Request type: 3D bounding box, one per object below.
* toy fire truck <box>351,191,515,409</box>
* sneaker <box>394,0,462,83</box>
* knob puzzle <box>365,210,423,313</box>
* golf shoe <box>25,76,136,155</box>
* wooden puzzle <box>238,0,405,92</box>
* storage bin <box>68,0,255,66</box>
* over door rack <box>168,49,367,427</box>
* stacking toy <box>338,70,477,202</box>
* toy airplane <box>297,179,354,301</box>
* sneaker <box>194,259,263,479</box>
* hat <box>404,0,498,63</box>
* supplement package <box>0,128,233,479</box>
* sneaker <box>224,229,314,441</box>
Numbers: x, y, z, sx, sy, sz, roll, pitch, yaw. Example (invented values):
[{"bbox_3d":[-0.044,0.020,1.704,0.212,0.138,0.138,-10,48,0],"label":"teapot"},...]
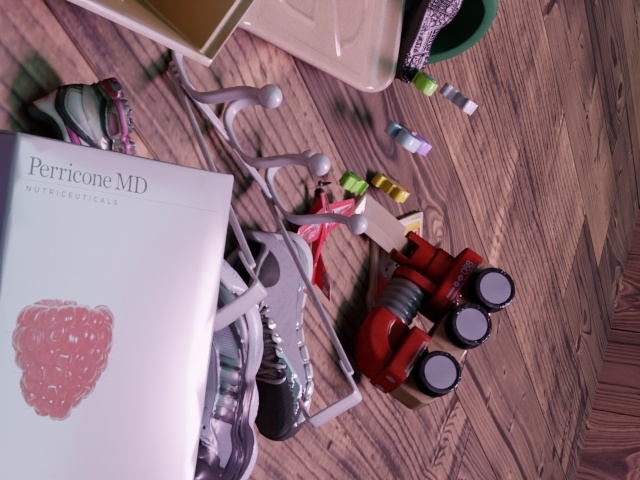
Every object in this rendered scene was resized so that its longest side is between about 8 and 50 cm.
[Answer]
[{"bbox_3d":[0.107,0.070,1.488,0.217,0.246,0.158,-53,179,-21],"label":"toy fire truck"},{"bbox_3d":[0.102,-0.256,1.364,0.051,0.089,0.170,16,106,-42],"label":"sneaker"},{"bbox_3d":[0.116,0.066,1.616,0.213,0.030,0.213,-27,121,-60],"label":"knob puzzle"},{"bbox_3d":[-0.188,-0.037,0.920,0.086,0.067,0.186,-13,111,-16],"label":"golf shoe"},{"bbox_3d":[-0.009,-0.348,1.205,0.348,0.080,0.322,11,86,-60],"label":"wooden puzzle"},{"bbox_3d":[-0.110,-0.294,0.816,0.260,0.123,0.262,-52,156,12],"label":"storage bin"},{"bbox_3d":[-0.033,-0.021,1.047,0.239,0.108,0.324,52,21,-51],"label":"over door rack"},{"bbox_3d":[0.113,-0.124,1.416,0.167,0.052,0.221,-54,167,12],"label":"stacking toy"},{"bbox_3d":[0.000,0.000,1.358,0.151,0.028,0.151,-26,120,-59],"label":"toy airplane"},{"bbox_3d":[-0.126,0.149,1.044,0.153,0.101,0.269,-42,136,-57],"label":"sneaker"},{"bbox_3d":[0.125,-0.347,1.466,0.208,0.173,0.184,123,-34,-55],"label":"hat"},{"bbox_3d":[-0.194,0.083,0.756,0.177,0.175,0.293,8,88,-46],"label":"supplement package"},{"bbox_3d":[-0.072,0.097,1.187,0.132,0.086,0.229,15,73,-60],"label":"sneaker"}]
